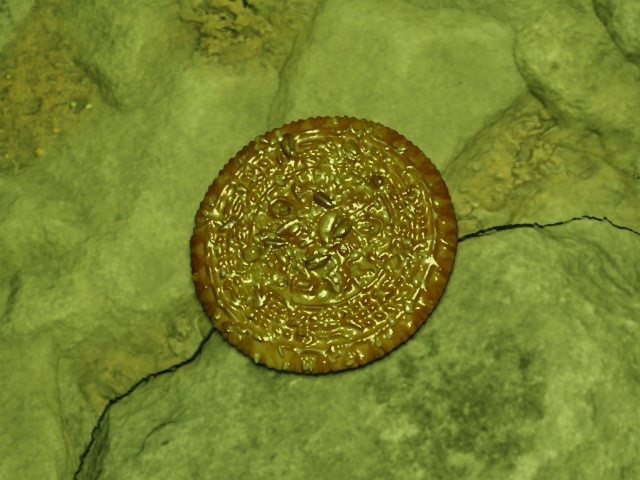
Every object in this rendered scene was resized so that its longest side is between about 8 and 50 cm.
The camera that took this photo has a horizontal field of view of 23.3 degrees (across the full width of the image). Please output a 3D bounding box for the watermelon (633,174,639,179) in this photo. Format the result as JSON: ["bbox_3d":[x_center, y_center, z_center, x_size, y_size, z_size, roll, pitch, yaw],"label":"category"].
[{"bbox_3d":[0.385,-0.049,1.608,0.133,0.105,0.105,17,75,-3],"label":"watermelon"}]

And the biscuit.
[{"bbox_3d":[0.000,0.000,1.706,0.305,0.038,0.305,-3,72,10],"label":"biscuit"}]
